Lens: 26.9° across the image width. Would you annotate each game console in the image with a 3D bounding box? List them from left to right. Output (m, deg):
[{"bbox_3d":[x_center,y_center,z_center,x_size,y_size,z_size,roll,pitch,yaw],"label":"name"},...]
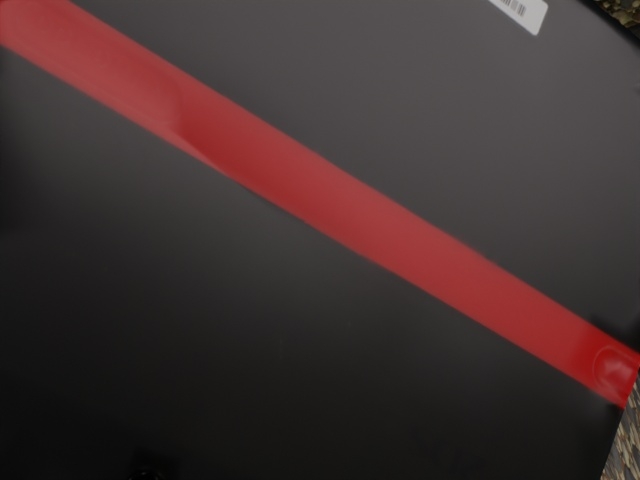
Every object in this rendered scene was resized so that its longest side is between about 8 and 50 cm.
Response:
[{"bbox_3d":[0.000,0.000,0.583,0.386,0.060,0.342,30,73,-31],"label":"game console"}]
